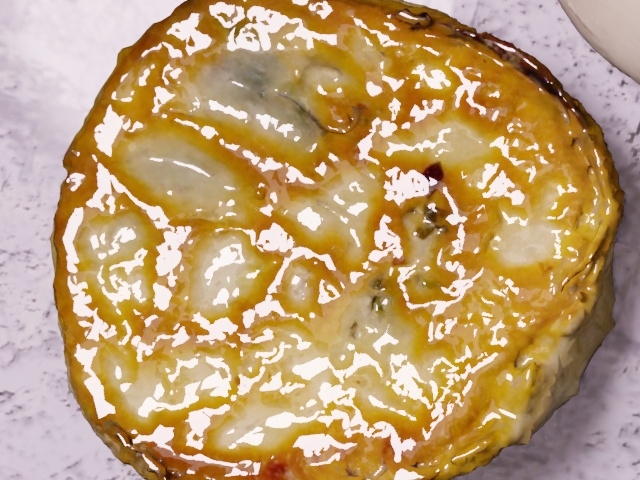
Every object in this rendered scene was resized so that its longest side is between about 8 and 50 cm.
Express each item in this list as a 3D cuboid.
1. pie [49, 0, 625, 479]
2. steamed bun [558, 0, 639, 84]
[{"bbox_3d":[0.000,0.000,1.015,0.315,0.092,0.315,-1,84,10],"label":"pie"},{"bbox_3d":[0.219,-0.179,0.946,0.232,0.145,0.232,0,90,9],"label":"steamed bun"}]
